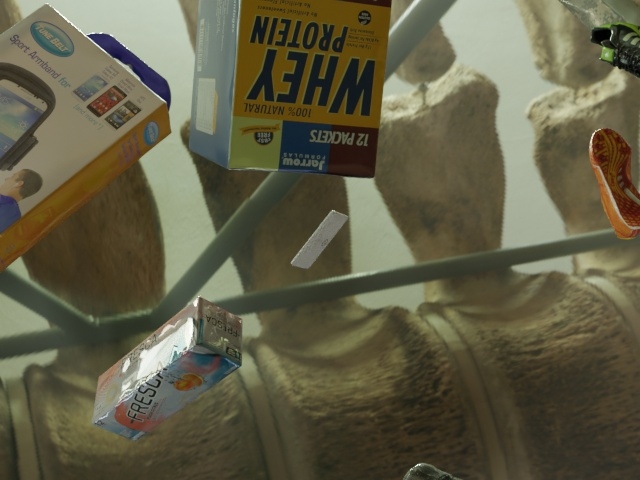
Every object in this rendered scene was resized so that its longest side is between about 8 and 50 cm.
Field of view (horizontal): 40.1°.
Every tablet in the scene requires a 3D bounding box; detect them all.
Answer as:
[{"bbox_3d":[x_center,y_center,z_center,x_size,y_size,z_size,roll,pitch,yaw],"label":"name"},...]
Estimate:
[{"bbox_3d":[0.000,0.000,1.071,0.006,0.054,0.083,42,-80,22],"label":"tablet"}]

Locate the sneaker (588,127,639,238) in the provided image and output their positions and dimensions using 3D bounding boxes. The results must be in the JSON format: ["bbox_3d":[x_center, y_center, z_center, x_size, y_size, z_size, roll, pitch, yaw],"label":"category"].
[{"bbox_3d":[0.420,-0.082,1.263,0.064,0.067,0.175,-3,-116,-3],"label":"sneaker"}]

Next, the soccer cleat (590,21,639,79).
[{"bbox_3d":[0.421,-0.244,1.178,0.072,0.060,0.179,-4,-146,-7],"label":"soccer cleat"}]

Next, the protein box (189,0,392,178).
[{"bbox_3d":[-0.037,-0.170,0.829,0.136,0.201,0.200,2,-80,-19],"label":"protein box"}]

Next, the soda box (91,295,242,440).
[{"bbox_3d":[-0.158,0.134,0.894,0.058,0.183,0.063,31,-144,-31],"label":"soda box"}]

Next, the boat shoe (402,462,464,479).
[{"bbox_3d":[0.094,0.337,0.840,0.119,0.335,0.121,35,-143,29],"label":"boat shoe"}]

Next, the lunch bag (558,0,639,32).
[{"bbox_3d":[0.543,-0.388,1.295,0.169,0.287,0.235,14,-144,-43],"label":"lunch bag"}]

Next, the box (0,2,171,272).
[{"bbox_3d":[-0.131,-0.046,0.381,0.081,0.028,0.136,40,-111,15],"label":"box"}]
